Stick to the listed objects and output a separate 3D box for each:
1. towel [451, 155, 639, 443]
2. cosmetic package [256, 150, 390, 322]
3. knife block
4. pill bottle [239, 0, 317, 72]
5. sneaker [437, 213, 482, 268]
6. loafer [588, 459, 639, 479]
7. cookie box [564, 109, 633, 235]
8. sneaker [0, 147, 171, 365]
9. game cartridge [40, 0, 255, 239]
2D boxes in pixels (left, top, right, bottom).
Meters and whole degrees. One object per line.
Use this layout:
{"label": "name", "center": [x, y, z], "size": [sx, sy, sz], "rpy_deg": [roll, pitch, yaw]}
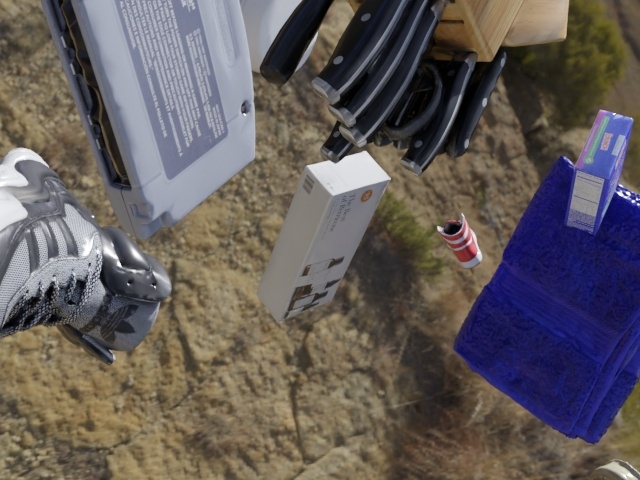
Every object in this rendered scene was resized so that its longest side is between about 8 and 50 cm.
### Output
{"label": "towel", "center": [0.319, 0.076, 1.051], "size": [0.228, 0.308, 0.076], "rpy_deg": [33, 17, 23]}
{"label": "cosmetic package", "center": [0.000, 0.000, 1.074], "size": [0.099, 0.239, 0.060], "rpy_deg": [-20, 58, -37]}
{"label": "knife block", "center": [0.063, -0.184, 0.500], "size": [0.242, 0.088, 0.275], "rpy_deg": [-17, 114, -48]}
{"label": "pill bottle", "center": [-0.166, -0.337, 1.183], "size": [0.176, 0.319, 0.176], "rpy_deg": [-40, 144, -38]}
{"label": "sneaker", "center": [0.186, -0.013, 1.153], "size": [0.067, 0.042, 0.118], "rpy_deg": [56, 8, -22]}
{"label": "loafer", "center": [0.479, 0.387, 1.248], "size": [0.092, 0.102, 0.268], "rpy_deg": [-47, 134, -9]}
{"label": "cookie box", "center": [0.311, -0.075, 0.936], "size": [0.091, 0.040, 0.107], "rpy_deg": [-58, 156, -27]}
{"label": "sneaker", "center": [-0.180, 0.035, 0.557], "size": [0.153, 0.101, 0.268], "rpy_deg": [38, 14, -19]}
{"label": "game cartridge", "center": [-0.145, -0.172, 0.772], "size": [0.196, 0.060, 0.294], "rpy_deg": [-42, 134, -39]}
